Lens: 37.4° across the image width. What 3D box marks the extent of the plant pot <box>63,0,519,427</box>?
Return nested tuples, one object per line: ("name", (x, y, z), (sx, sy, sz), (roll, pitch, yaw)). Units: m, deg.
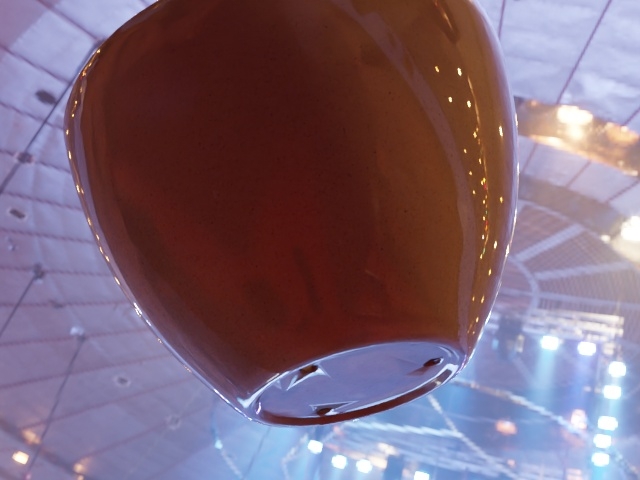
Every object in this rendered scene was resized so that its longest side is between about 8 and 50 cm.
("plant pot", (0.000, 0.000, 0.568), (0.284, 0.191, 0.284), (-11, -28, -6))
